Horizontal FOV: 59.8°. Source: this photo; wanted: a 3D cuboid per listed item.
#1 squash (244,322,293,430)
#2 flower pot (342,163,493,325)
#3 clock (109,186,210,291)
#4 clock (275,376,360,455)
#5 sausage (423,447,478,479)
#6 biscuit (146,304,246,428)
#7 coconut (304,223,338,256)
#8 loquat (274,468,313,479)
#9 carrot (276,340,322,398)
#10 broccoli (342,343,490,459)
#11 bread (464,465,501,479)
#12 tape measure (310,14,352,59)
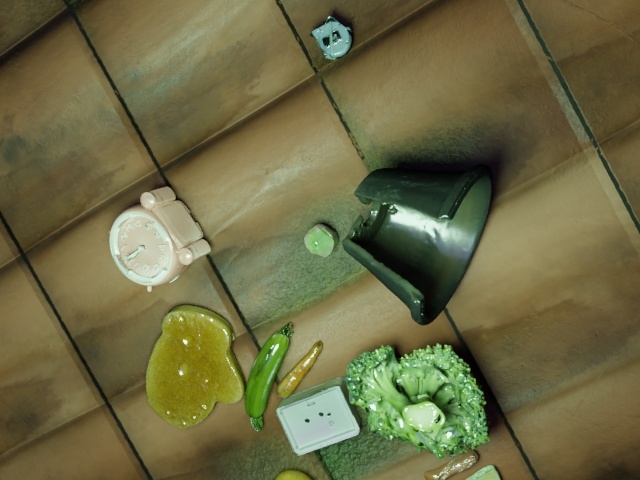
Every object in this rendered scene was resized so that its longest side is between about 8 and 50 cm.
[{"bbox_3d":[-0.152,0.367,1.506,0.080,0.071,0.319,18,101,2],"label":"squash"},{"bbox_3d":[0.216,-0.026,1.294,0.251,0.379,0.380,22,101,27],"label":"flower pot"},{"bbox_3d":[-0.444,0.008,1.485,0.241,0.142,0.227,-34,90,22],"label":"clock"},{"bbox_3d":[-0.003,0.473,1.495,0.191,0.071,0.147,-24,93,12],"label":"clock"},{"bbox_3d":[0.346,0.601,1.473,0.157,0.042,0.036,-32,129,14],"label":"sausage"},{"bbox_3d":[-0.337,0.358,1.544,0.287,0.057,0.344,17,99,7],"label":"biscuit"},{"bbox_3d":[0.000,0.000,1.430,0.082,0.081,0.084,6,107,22],"label":"coconut"},{"bbox_3d":[-0.080,0.699,1.506,0.163,0.137,0.163,7,117,13],"label":"loquat"},{"bbox_3d":[-0.055,0.349,1.503,0.047,0.047,0.191,37,100,3],"label":"carrot"},{"bbox_3d":[0.244,0.363,1.346,0.375,0.302,0.249,28,63,10],"label":"broccoli"},{"bbox_3d":[0.407,0.685,1.474,0.193,0.036,0.112,-38,95,9],"label":"bread"},{"bbox_3d":[0.034,-0.498,1.370,0.091,0.054,0.094,-38,88,18],"label":"tape measure"}]
